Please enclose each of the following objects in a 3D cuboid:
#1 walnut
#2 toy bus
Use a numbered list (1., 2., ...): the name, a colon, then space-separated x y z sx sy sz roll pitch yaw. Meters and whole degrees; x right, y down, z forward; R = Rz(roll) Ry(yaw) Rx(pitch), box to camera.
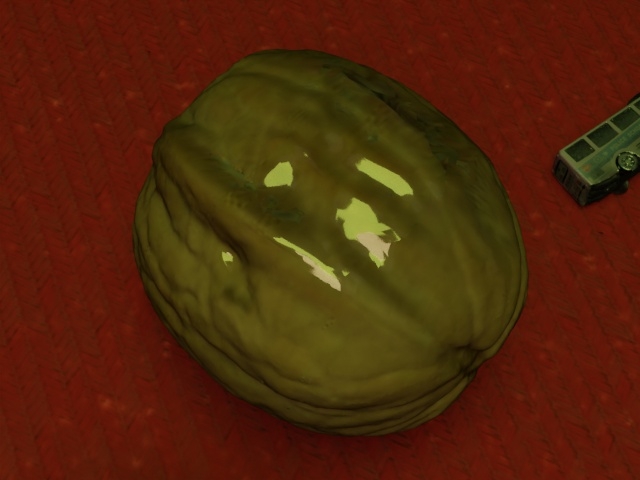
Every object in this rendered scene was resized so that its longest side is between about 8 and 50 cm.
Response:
1. walnut: 0.000 0.000 0.709 0.261 0.225 0.225 36 68 20
2. toy bus: 0.237 -0.076 0.850 0.131 0.037 0.052 -33 65 -15
